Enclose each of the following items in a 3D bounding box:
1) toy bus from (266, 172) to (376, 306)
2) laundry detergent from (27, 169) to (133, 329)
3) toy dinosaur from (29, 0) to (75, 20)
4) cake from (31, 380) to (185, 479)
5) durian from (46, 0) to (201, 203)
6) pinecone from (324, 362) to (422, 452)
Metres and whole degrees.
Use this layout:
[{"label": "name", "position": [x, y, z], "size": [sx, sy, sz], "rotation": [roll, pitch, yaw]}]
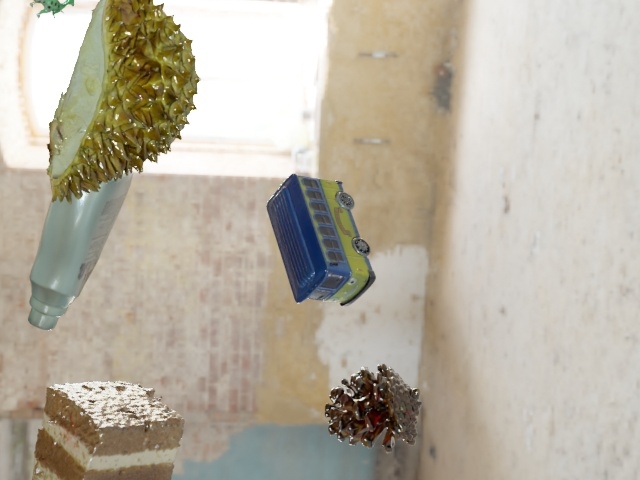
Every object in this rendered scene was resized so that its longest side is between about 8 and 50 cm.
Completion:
[{"label": "toy bus", "position": [0.000, 0.000, 2.183], "size": [0.138, 0.175, 0.288], "rotation": [-46, 50, 39]}, {"label": "laundry detergent", "position": [-0.545, 0.007, 2.099], "size": [0.264, 0.124, 0.398], "rotation": [-66, 0, -77]}, {"label": "toy dinosaur", "position": [-0.406, -0.361, 1.424], "size": [0.021, 0.062, 0.083], "rotation": [62, 178, 21]}, {"label": "cake", "position": [-0.512, 0.503, 2.248], "size": [0.255, 0.282, 0.291], "rotation": [26, 104, 45]}, {"label": "durian", "position": [-0.215, -0.149, 1.009], "size": [0.139, 0.144, 0.252], "rotation": [39, 118, 31]}, {"label": "pinecone", "position": [0.059, 0.186, 1.048], "size": [0.109, 0.102, 0.102], "rotation": [-12, 72, 43]}]
